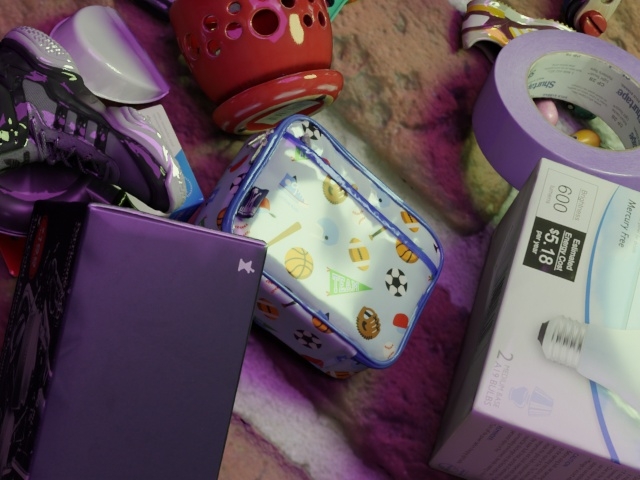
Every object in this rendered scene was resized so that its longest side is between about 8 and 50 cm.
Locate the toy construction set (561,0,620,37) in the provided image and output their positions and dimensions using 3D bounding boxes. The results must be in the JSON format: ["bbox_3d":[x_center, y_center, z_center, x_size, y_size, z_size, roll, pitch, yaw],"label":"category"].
[{"bbox_3d":[0.400,-0.438,1.965,0.237,0.309,0.257,-30,91,11],"label":"toy construction set"}]

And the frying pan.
[{"bbox_3d":[-0.283,-0.049,1.585,0.197,0.053,0.326,-37,84,-29],"label":"frying pan"}]

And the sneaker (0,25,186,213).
[{"bbox_3d":[-0.278,-0.097,1.523,0.268,0.101,0.153,43,60,6],"label":"sneaker"}]

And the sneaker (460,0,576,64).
[{"bbox_3d":[0.283,-0.274,2.021,0.186,0.069,0.083,17,73,-12],"label":"sneaker"}]

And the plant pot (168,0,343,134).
[{"bbox_3d":[-0.073,-0.233,1.763,0.191,0.191,0.174,-13,80,-29],"label":"plant pot"}]

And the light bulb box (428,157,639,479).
[{"bbox_3d":[0.367,0.147,1.757,0.361,0.225,0.357,19,64,-1],"label":"light bulb box"}]

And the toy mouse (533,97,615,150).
[{"bbox_3d":[0.349,-0.186,2.033,0.161,0.031,0.143,-7,74,-27],"label":"toy mouse"}]

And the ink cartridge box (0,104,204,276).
[{"bbox_3d":[-0.269,-0.058,1.666,0.231,0.078,0.134,-20,79,-29],"label":"ink cartridge box"}]

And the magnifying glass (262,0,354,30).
[{"bbox_3d":[0.014,-0.325,1.933,0.231,0.026,0.092,-27,84,-31],"label":"magnifying glass"}]

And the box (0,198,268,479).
[{"bbox_3d":[-0.212,0.140,1.423,0.179,0.312,0.343,13,87,-21],"label":"box"}]

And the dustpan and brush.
[{"bbox_3d":[-0.289,-0.218,1.703,0.147,0.060,0.211,55,23,15],"label":"dustpan and brush"}]

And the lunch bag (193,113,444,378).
[{"bbox_3d":[0.000,0.000,1.726,0.303,0.115,0.243,43,57,-19],"label":"lunch bag"}]

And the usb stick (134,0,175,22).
[{"bbox_3d":[-0.146,-0.406,1.844,0.077,0.045,0.278,32,74,-8],"label":"usb stick"}]

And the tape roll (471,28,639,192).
[{"bbox_3d":[0.345,-0.158,1.911,0.275,0.090,0.274,11,48,-12],"label":"tape roll"}]
